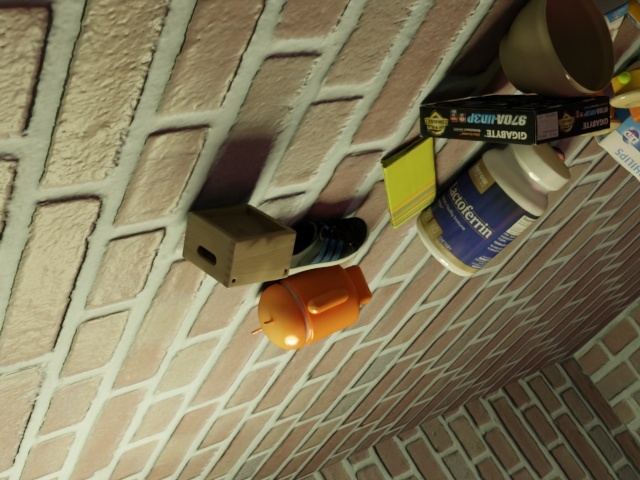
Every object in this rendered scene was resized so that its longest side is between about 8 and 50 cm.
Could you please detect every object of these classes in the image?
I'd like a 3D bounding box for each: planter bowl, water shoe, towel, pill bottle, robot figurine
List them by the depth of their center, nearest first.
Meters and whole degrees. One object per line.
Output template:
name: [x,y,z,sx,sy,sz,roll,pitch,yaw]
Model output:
planter bowl: [0.323,-0.270,1.261,0.162,0.162,0.109,-10,175,-43]
water shoe: [0.000,0.000,1.454,0.203,0.073,0.080,-22,152,-25]
towel: [0.153,-0.100,1.524,0.102,0.021,0.237,-36,156,-7]
robot figurine: [-0.019,0.117,1.590,0.219,0.158,0.128,-22,126,-25]
pill bottle: [0.313,-0.070,1.614,0.265,0.153,0.153,-45,154,25]

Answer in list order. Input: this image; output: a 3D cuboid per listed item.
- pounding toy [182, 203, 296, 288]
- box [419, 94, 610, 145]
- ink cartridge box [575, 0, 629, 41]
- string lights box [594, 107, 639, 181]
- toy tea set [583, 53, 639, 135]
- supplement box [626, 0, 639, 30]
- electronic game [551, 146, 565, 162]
pounding toy: [-0.120,0.011,1.266,0.130,0.141,0.100,-9,119,-43]
box: [0.282,-0.181,1.312,0.175,0.220,0.051,-15,107,-37]
ink cartridge box: [0.410,-0.323,1.370,0.088,0.052,0.122,-28,158,-11]
string lights box: [0.675,-0.252,1.737,0.133,0.077,0.259,37,116,-20]
toy tea set: [0.503,-0.277,1.554,0.200,0.124,0.336,-11,172,28]
supplement box: [0.674,-0.405,1.367,0.356,0.194,0.195,-43,155,23]
electronic game: [0.389,-0.105,1.777,0.229,0.048,0.229,-27,156,-13]
